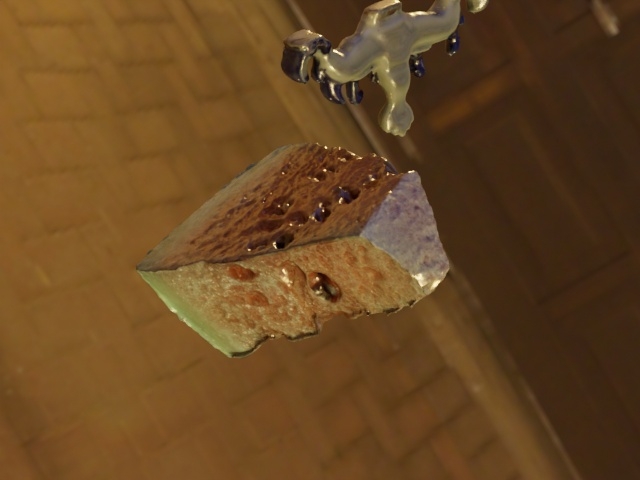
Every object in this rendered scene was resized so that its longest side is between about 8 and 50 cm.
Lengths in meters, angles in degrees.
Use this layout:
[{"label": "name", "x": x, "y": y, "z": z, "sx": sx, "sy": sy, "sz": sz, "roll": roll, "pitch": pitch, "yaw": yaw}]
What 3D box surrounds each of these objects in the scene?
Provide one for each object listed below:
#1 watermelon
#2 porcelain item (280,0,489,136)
[{"label": "watermelon", "x": 0.000, "y": 0.000, "z": 1.076, "sx": 0.094, "sy": 0.154, "sz": 0.241, "roll": 49, "pitch": -24, "yaw": -23}, {"label": "porcelain item", "x": 0.039, "y": -0.091, "z": 0.848, "sx": 0.021, "sy": 0.136, "sz": 0.075, "roll": 22, "pitch": -52, "yaw": 48}]
